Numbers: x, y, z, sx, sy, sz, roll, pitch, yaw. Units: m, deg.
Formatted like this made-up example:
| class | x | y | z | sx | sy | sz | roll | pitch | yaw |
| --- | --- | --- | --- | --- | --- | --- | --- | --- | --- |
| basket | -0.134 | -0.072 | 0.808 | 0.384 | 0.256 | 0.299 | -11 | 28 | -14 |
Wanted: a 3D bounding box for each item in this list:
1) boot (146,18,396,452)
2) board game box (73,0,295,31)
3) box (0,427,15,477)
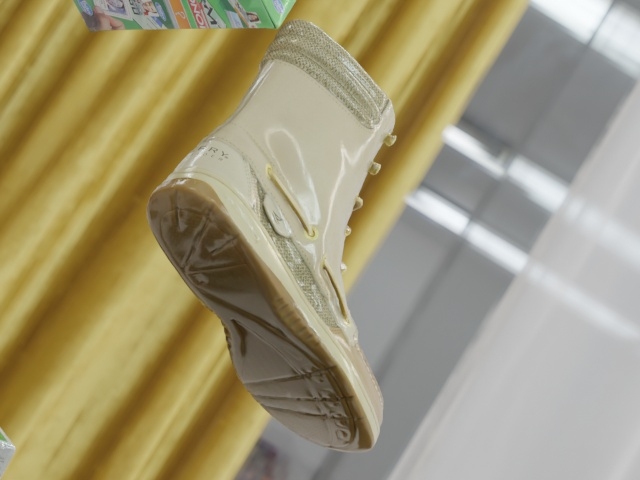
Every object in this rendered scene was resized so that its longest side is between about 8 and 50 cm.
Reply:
| class | x | y | z | sx | sy | sz | roll | pitch | yaw |
| --- | --- | --- | --- | --- | --- | --- | --- | --- | --- |
| boot | 0.000 | 0.000 | 1.160 | 0.095 | 0.203 | 0.262 | -6 | -51 | 37 |
| board game box | -0.172 | -0.311 | 1.393 | 0.213 | 0.046 | 0.317 | 4 | -43 | 32 |
| box | -0.348 | 0.195 | 1.485 | 0.101 | 0.102 | 0.087 | 25 | 7 | -39 |
